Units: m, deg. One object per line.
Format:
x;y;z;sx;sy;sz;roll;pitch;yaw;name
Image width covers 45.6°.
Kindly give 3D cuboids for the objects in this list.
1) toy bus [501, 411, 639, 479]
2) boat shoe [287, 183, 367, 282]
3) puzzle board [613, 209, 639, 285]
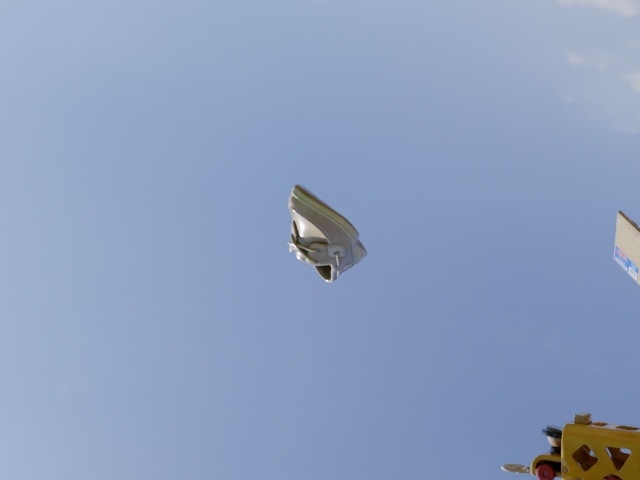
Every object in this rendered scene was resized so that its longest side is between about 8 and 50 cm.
0.403;0.316;1.156;0.202;0.104;0.191;3;177;-9;toy bus
0.000;0.000;1.295;0.109;0.098;0.302;40;175;22;boat shoe
0.439;0.030;1.022;0.011;0.096;0.128;-23;-136;-6;puzzle board
